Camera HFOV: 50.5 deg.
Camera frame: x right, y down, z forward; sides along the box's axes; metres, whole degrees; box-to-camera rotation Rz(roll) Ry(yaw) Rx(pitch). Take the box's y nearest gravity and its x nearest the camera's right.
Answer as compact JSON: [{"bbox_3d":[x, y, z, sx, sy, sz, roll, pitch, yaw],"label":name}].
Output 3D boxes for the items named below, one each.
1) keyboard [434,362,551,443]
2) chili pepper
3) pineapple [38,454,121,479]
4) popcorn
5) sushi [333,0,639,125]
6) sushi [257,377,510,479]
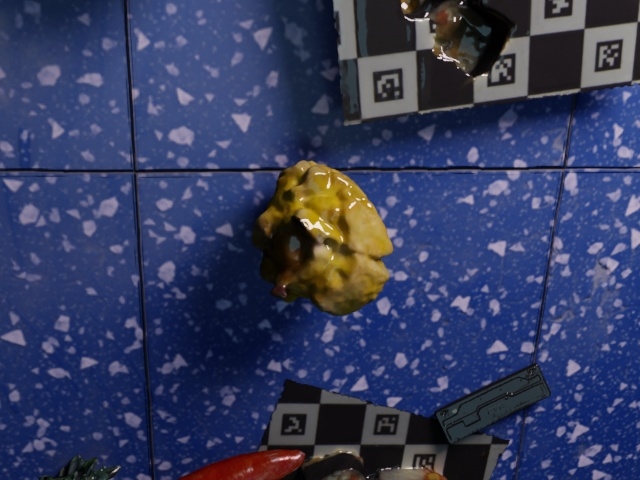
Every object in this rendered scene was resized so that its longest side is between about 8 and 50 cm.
[{"bbox_3d":[0.230,0.217,0.904,0.155,0.010,0.053,-25,96,-1],"label":"keyboard"},{"bbox_3d":[-0.145,0.313,0.820,0.272,0.071,0.063,-22,138,-20],"label":"chili pepper"},{"bbox_3d":[-0.273,0.366,0.836,0.103,0.083,0.221,-11,112,11],"label":"pineapple"},{"bbox_3d":[0.000,0.000,0.722,0.148,0.152,0.167,-33,88,41],"label":"popcorn"},{"bbox_3d":[0.175,-0.312,0.684,0.359,0.064,0.343,-9,115,-8],"label":"sushi"},{"bbox_3d":[0.057,0.377,0.906,0.340,0.069,0.320,19,105,-16],"label":"sushi"}]
